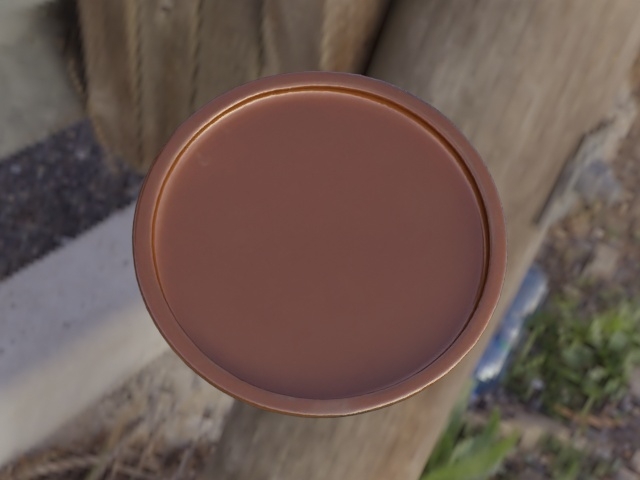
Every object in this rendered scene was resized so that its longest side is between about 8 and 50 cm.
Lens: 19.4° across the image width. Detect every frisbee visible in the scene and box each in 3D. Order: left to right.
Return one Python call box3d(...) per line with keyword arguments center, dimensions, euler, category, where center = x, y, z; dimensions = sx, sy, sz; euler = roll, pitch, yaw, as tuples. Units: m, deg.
box3d(center=(0.000, 0.000, 1.249), dimensions=(0.250, 0.021, 0.251), euler=(1, 69, -1), category="frisbee")
